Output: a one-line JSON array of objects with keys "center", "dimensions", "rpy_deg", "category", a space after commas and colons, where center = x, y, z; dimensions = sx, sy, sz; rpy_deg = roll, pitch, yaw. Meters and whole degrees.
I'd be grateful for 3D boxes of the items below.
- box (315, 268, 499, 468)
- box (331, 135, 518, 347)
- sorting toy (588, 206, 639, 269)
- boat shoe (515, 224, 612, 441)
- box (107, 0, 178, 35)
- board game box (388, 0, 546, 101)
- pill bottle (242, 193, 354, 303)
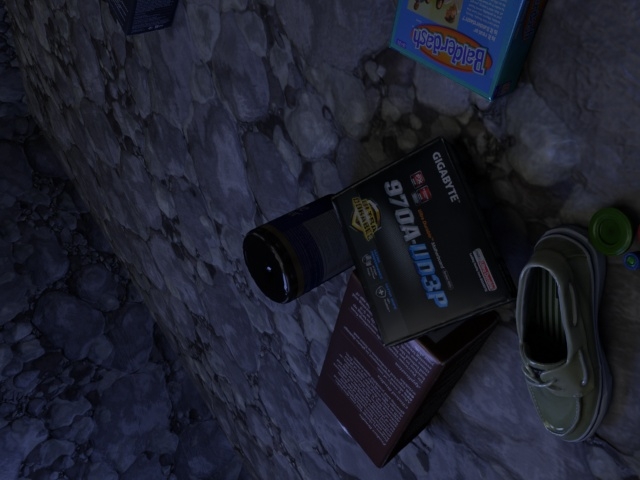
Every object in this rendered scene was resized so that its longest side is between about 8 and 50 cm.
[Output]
[{"center": [0.122, 0.202, 0.904], "dimensions": [0.191, 0.143, 0.381], "rpy_deg": [45, 143, 26], "category": "box"}, {"center": [0.127, 0.006, 0.697], "dimensions": [0.175, 0.051, 0.220], "rpy_deg": [-27, 72, 28], "category": "box"}, {"center": [0.325, -0.004, 0.543], "dimensions": [0.102, 0.042, 0.061], "rpy_deg": [-165, 70, -66], "category": "sorting toy"}, {"center": [0.278, 0.129, 0.652], "dimensions": [0.109, 0.094, 0.302], "rpy_deg": [17, 127, 50], "category": "boat shoe"}, {"center": [-0.362, -0.541, 1.083], "dimensions": [0.153, 0.108, 0.207], "rpy_deg": [62, 149, 3], "category": "box"}, {"center": [0.159, -0.277, 0.565], "dimensions": [0.160, 0.047, 0.210], "rpy_deg": [42, 142, 30], "category": "board game box"}, {"center": [0.000, 0.000, 0.848], "dimensions": [0.122, 0.219, 0.123], "rpy_deg": [35, 139, 37], "category": "pill bottle"}]
